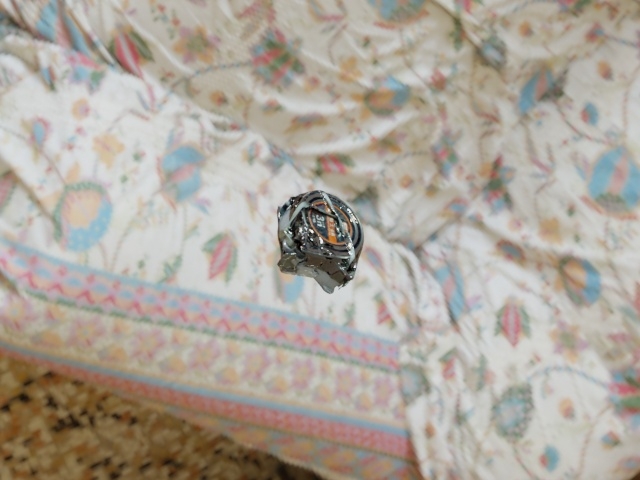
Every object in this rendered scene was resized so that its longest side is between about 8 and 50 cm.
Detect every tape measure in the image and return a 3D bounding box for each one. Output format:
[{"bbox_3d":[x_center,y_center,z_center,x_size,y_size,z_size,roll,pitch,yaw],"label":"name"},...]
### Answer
[{"bbox_3d":[0.001,-0.001,1.210,0.091,0.094,0.054,25,135,-23],"label":"tape measure"}]
